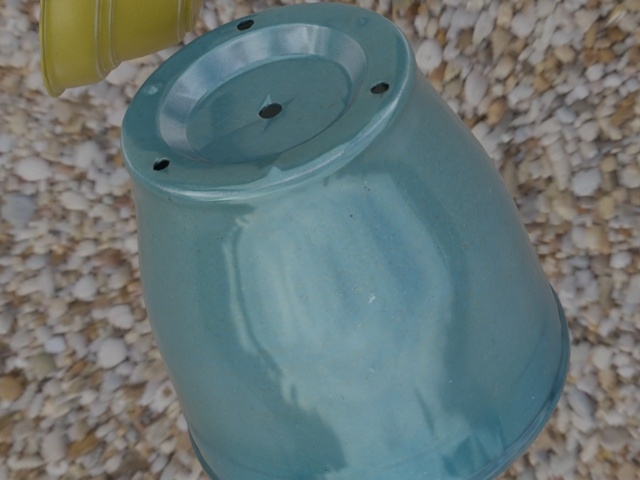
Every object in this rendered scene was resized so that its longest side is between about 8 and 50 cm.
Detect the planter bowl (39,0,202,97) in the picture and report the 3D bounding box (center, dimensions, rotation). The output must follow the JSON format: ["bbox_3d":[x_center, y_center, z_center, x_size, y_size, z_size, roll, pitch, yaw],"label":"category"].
[{"bbox_3d":[-0.122,-0.197,0.981,0.090,0.217,0.217,10,91,-2],"label":"planter bowl"}]

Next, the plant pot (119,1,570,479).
[{"bbox_3d":[0.000,0.000,0.921,0.272,0.271,0.255,-20,129,3],"label":"plant pot"}]
